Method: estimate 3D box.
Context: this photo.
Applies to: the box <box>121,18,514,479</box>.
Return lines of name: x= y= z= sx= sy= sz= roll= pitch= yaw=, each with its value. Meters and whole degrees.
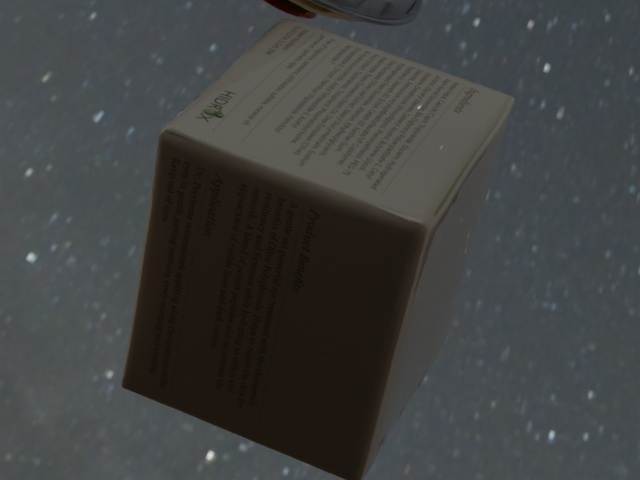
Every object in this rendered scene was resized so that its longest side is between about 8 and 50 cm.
box: x=0.000 y=0.000 z=0.541 sx=0.087 sy=0.102 sz=0.101 roll=21 pitch=-56 yaw=13

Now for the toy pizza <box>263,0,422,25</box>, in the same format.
toy pizza: x=-0.045 y=-0.144 z=0.630 sx=0.201 sy=0.201 sz=0.032 roll=38 pitch=-67 yaw=-10
